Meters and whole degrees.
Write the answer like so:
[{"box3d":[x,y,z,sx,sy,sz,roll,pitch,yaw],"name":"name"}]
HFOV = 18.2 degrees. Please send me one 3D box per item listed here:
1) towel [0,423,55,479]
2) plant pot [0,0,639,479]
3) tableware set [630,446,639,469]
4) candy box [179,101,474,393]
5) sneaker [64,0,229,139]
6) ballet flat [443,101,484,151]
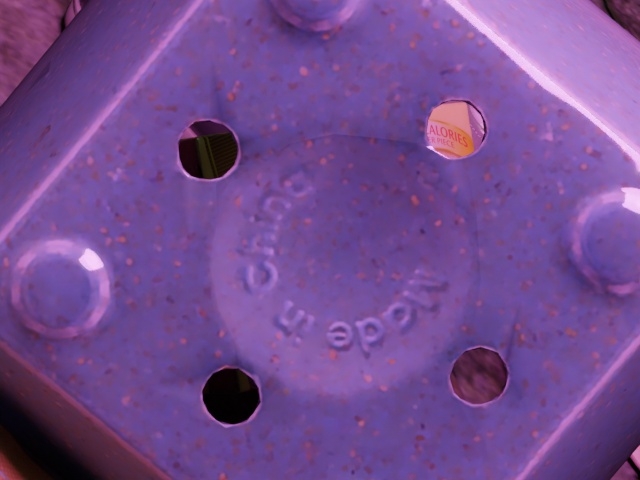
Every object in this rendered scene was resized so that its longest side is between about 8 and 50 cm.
[{"box3d":[-0.122,0.117,0.444,0.370,0.040,0.271,46,27,-8],"name":"towel"},{"box3d":[0.007,0.005,0.631,0.247,0.248,0.252,40,2,-1],"name":"plant pot"},{"box3d":[0.154,0.064,1.065,0.141,0.020,0.169,28,34,-19],"name":"tableware set"},{"box3d":[0.000,0.000,0.894,0.186,0.053,0.109,-11,92,-50],"name":"candy box"},{"box3d":[-0.012,-0.082,0.977,0.222,0.118,0.083,38,31,-4],"name":"sneaker"},{"box3d":[0.137,-0.042,1.134,0.213,0.068,0.072,32,25,-13],"name":"ballet flat"}]
